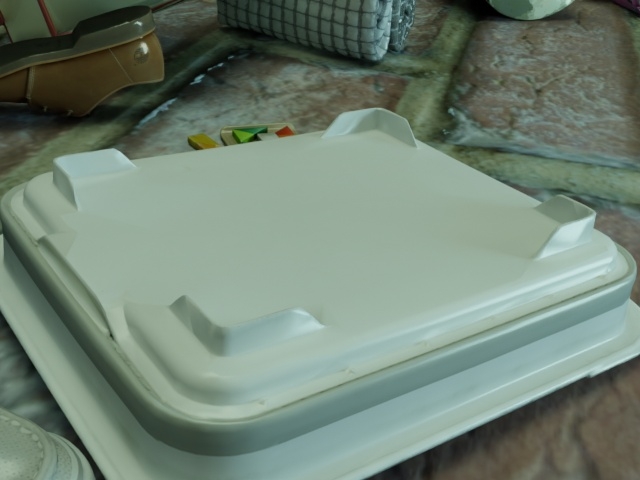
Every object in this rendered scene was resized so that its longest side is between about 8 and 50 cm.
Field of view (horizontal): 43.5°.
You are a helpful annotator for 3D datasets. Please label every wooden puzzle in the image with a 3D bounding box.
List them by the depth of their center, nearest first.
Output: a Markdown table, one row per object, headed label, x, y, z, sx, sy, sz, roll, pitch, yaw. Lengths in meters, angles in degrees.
| label | x | y | z | sx | sy | sz | roll | pitch | yaw |
| --- | --- | --- | --- | --- | --- | --- | --- | --- | --- |
| wooden puzzle | -0.045 | -0.082 | 0.669 | 0.116 | 0.014 | 0.078 | -10 | 33 | -23 |

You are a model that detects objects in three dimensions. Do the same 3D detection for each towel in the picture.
| label | x | y | z | sx | sy | sz | roll | pitch | yaw |
| --- | --- | --- | --- | --- | --- | --- | --- | --- | --- |
| towel | 0.002 | -0.364 | 0.893 | 0.235 | 0.284 | 0.121 | 22 | 34 | 26 |

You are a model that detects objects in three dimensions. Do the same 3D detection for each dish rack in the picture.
| label | x | y | z | sx | sy | sz | roll | pitch | yaw |
| --- | --- | --- | --- | --- | --- | --- | --- | --- | --- |
| dish rack | 0.000 | 0.000 | 0.461 | 0.332 | 0.072 | 0.285 | -15 | 34 | -33 |

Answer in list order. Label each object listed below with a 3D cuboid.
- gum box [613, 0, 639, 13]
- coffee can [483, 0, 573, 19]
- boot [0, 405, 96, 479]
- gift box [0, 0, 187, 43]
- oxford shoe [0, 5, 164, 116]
| label | x | y | z | sx | sy | sz | roll | pitch | yaw |
| --- | --- | --- | --- | --- | --- | --- | --- | --- | --- |
| gum box | 0.536 | -0.377 | 1.200 | 0.188 | 0.062 | 0.107 | -2 | 30 | -10 |
| coffee can | 0.253 | -0.456 | 1.161 | 0.201 | 0.202 | 0.275 | -5 | 32 | -16 |
| boot | -0.215 | 0.057 | 0.300 | 0.258 | 0.124 | 0.095 | 6 | 30 | 3 |
| gift box | -0.216 | -0.334 | 0.765 | 0.258 | 0.255 | 0.276 | -15 | 11 | 18 |
| oxford shoe | -0.237 | -0.135 | 0.690 | 0.212 | 0.076 | 0.076 | -14 | 34 | 0 |
